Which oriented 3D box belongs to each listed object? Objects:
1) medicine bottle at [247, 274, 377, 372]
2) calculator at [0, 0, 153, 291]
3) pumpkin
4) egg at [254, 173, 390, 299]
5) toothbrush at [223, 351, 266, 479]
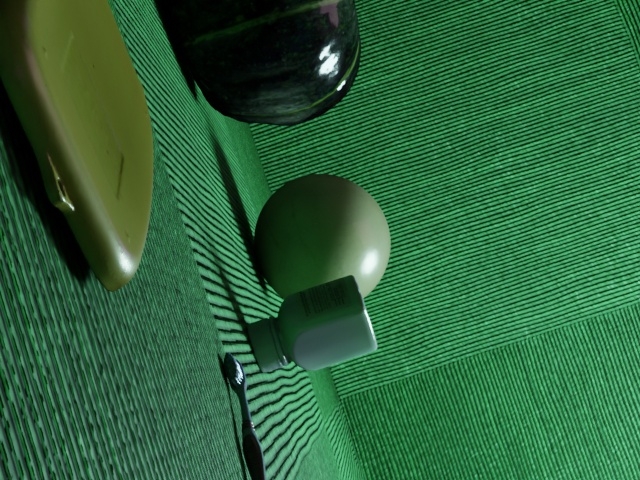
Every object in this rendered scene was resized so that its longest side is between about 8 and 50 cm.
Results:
[{"bbox_3d":[-0.009,0.089,1.121,0.074,0.118,0.055,70,1,-49],"label":"medicine bottle"},{"bbox_3d":[-0.114,-0.076,0.537,0.236,0.033,0.157,-104,177,-58],"label":"calculator"},{"bbox_3d":[-0.072,-0.301,1.447,0.323,0.241,0.323,-20,90,-88],"label":"pumpkin"},{"bbox_3d":[0.000,0.000,1.558,0.241,0.186,0.186,-127,-162,-70],"label":"egg"},{"bbox_3d":[-0.046,0.150,0.782,0.193,0.013,0.019,-108,173,-47],"label":"toothbrush"}]
